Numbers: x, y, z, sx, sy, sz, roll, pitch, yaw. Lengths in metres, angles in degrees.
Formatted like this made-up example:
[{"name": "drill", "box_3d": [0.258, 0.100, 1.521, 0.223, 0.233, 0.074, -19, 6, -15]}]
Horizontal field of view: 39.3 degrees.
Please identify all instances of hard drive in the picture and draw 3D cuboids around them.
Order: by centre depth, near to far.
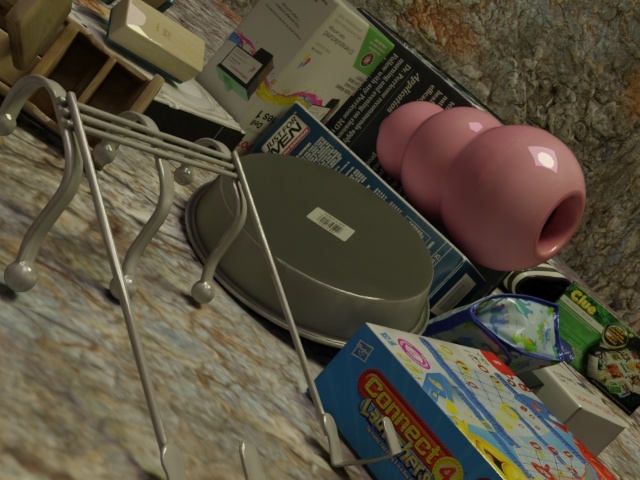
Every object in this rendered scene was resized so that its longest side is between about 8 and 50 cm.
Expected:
[{"name": "hard drive", "box_3d": [-0.262, -0.216, 1.135, 0.237, 0.064, 0.339, 45, 15, 22]}]

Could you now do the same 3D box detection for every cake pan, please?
[{"name": "cake pan", "box_3d": [0.000, 0.000, 0.969, 0.293, 0.054, 0.293, 22, 29, -13]}]

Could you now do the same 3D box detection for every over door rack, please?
[{"name": "over door rack", "box_3d": [-0.098, 0.047, 0.663, 0.324, 0.108, 0.239, 60, 20, 19]}]

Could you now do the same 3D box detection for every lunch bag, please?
[{"name": "lunch bag", "box_3d": [0.195, 0.117, 1.082, 0.151, 0.129, 0.096, 17, 60, -30]}, {"name": "lunch bag", "box_3d": [0.392, 0.192, 1.557, 0.065, 0.067, 0.098, 40, 12, 1]}]

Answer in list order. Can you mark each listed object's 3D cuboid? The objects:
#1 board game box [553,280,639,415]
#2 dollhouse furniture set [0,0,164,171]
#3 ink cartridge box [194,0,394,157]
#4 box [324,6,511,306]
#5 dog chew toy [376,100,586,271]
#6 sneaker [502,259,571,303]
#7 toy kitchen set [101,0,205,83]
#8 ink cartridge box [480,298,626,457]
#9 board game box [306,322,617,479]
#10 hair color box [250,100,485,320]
[{"name": "board game box", "box_3d": [0.567, 0.216, 1.807, 0.260, 0.136, 0.030, 42, 15, 8]}, {"name": "dollhouse furniture set", "box_3d": [-0.221, -0.167, 0.775, 0.161, 0.212, 0.242, 36, -13, -11]}, {"name": "ink cartridge box", "box_3d": [-0.052, -0.247, 1.342, 0.117, 0.278, 0.201, 49, 16, 23]}, {"name": "box", "box_3d": [0.200, -0.141, 1.655, 0.472, 0.297, 0.480, 43, 14, 7]}, {"name": "dog chew toy", "box_3d": [0.212, -0.097, 1.296, 0.332, 0.206, 0.207, 36, 8, 37]}, {"name": "sneaker", "box_3d": [0.489, 0.054, 2.160, 0.257, 0.169, 0.447, 52, 24, 14]}, {"name": "toy kitchen set", "box_3d": [-0.246, -0.301, 1.189, 0.122, 0.166, 0.207, 27, 54, -40]}, {"name": "ink cartridge box", "box_3d": [0.284, 0.194, 1.205, 0.154, 0.093, 0.212, 27, 20, -45]}, {"name": "board game box", "box_3d": [0.178, 0.224, 0.829, 0.302, 0.086, 0.308, 47, 15, 31]}, {"name": "hair color box", "box_3d": [0.070, -0.035, 1.298, 0.347, 0.105, 0.174, 46, 4, 23]}]
